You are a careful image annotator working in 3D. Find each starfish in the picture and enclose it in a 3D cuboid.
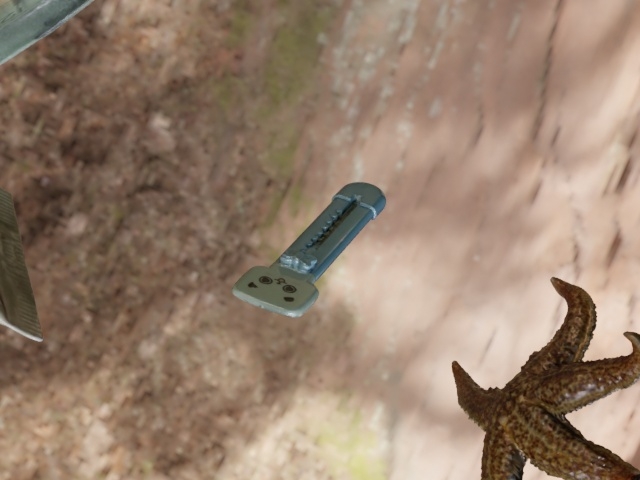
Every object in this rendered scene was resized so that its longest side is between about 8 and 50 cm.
[{"bbox_3d":[0.151,0.125,1.107,0.057,0.238,0.213,35,76,-32],"label":"starfish"}]

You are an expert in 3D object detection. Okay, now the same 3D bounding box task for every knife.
[{"bbox_3d":[0.000,0.000,0.539,0.096,0.027,0.010,-47,152,-54],"label":"knife"}]

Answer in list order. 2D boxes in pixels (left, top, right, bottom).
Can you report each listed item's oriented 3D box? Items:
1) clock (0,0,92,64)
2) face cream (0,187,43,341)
[{"bbox_3d":[-0.188,-0.148,0.900,0.226,0.049,0.226,-34,-177,2],"label":"clock"},{"bbox_3d":[-0.285,-0.053,0.729,0.341,0.137,0.084,28,111,-34],"label":"face cream"}]
